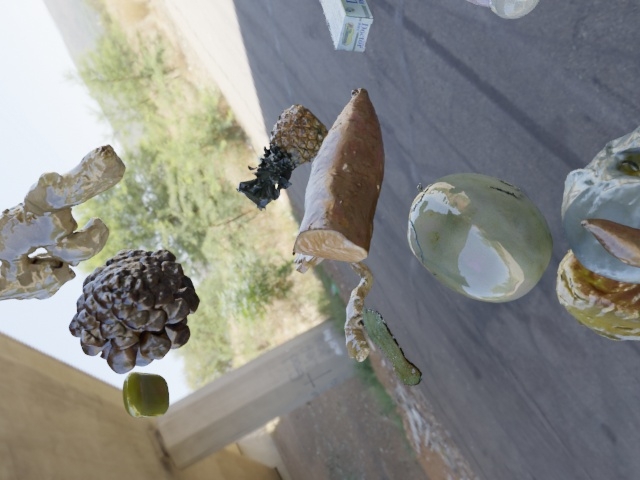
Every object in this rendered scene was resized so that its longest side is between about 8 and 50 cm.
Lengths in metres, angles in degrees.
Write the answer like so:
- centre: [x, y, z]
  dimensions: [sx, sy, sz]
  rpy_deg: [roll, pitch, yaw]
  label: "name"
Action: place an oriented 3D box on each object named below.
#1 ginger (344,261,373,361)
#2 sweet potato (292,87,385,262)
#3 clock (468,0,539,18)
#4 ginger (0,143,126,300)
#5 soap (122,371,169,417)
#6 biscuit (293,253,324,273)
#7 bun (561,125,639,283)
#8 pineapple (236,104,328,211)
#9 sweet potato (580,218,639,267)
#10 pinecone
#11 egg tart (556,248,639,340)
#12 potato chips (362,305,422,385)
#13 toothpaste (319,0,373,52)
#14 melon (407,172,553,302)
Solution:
- centre: [0.095, 0.164, 1.487]
  dimensions: [0.089, 0.075, 0.288]
  rpy_deg: [123, 158, -52]
  label: "ginger"
- centre: [0.045, -0.113, 0.999]
  dimensions: [0.131, 0.131, 0.336]
  rpy_deg: [73, -155, -54]
  label: "sweet potato"
- centre: [0.480, -0.769, 1.686]
  dimensions: [0.326, 0.342, 0.184]
  rpy_deg: [31, 143, 7]
  label: "clock"
- centre: [-0.306, -0.013, 0.696]
  dimensions: [0.149, 0.259, 0.065]
  rpy_deg: [33, -158, -58]
  label: "ginger"
- centre: [-0.345, 0.305, 1.196]
  dimensions: [0.140, 0.045, 0.089]
  rpy_deg: [40, -147, -67]
  label: "soap"
- centre: [-0.005, 0.003, 1.122]
  dimensions: [0.027, 0.133, 0.184]
  rpy_deg: [36, 179, -11]
  label: "biscuit"
- centre: [0.614, -0.081, 1.152]
  dimensions: [0.194, 0.354, 0.354]
  rpy_deg: [34, -172, -32]
  label: "bun"
- centre: [-0.091, -0.187, 1.384]
  dimensions: [0.128, 0.248, 0.128]
  rpy_deg: [35, 172, 6]
  label: "pineapple"
- centre: [0.449, -0.002, 0.773]
  dimensions: [0.059, 0.281, 0.067]
  rpy_deg: [21, 114, 60]
  label: "sweet potato"
- centre: [-0.317, 0.121, 1.046]
  dimensions: [0.202, 0.229, 0.201]
  rpy_deg: [28, 141, -12]
  label: "pinecone"
- centre: [0.805, 0.100, 1.474]
  dimensions: [0.178, 0.443, 0.443]
  rpy_deg: [58, 176, -30]
  label: "egg tart"
- centre: [0.153, 0.231, 1.356]
  dimensions: [0.209, 0.026, 0.142]
  rpy_deg: [45, 154, 39]
  label: "potato chips"
- centre: [0.023, -0.284, 0.710]
  dimensions: [0.046, 0.034, 0.164]
  rpy_deg: [106, 158, -47]
  label: "toothpaste"
- centre: [0.342, -0.015, 1.331]
  dimensions: [0.330, 0.268, 0.268]
  rpy_deg: [36, 169, 6]
  label: "melon"
